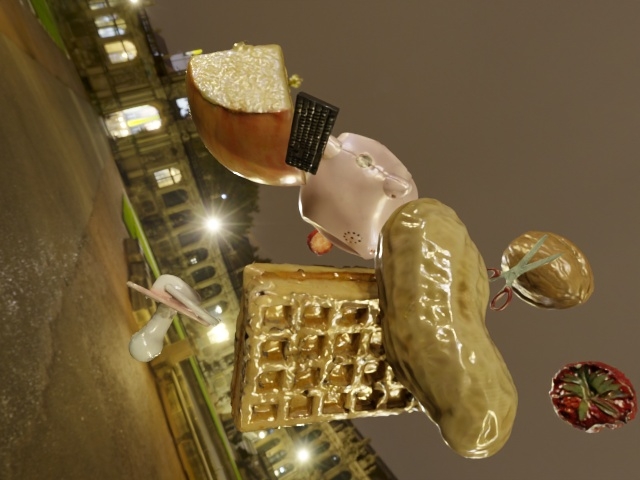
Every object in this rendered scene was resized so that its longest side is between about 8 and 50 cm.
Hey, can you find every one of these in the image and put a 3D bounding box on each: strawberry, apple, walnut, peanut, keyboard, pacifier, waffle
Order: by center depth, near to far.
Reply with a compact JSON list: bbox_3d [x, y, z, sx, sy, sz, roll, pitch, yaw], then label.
[{"bbox_3d":[0.154,0.097,0.520,0.140,0.154,0.324,-45,-129,53],"label":"peanut"},{"bbox_3d":[-0.019,-0.158,0.636,0.061,0.013,0.204,22,-18,-3],"label":"keyboard"},{"bbox_3d":[0.050,0.164,0.670,0.114,0.377,0.260,-130,-135,-64],"label":"waffle"},{"bbox_3d":[-0.137,-0.255,0.916,0.314,0.252,0.309,30,-26,18],"label":"apple"},{"bbox_3d":[-0.469,0.219,1.241,0.220,0.273,0.332,60,-11,17],"label":"pacifier"},{"bbox_3d":[0.963,0.547,1.439,0.258,0.261,0.261,33,7,-41],"label":"strawberry"},{"bbox_3d":[0.832,0.113,1.489,0.277,0.252,0.313,53,1,-44],"label":"walnut"},{"bbox_3d":[0.000,0.000,2.036,0.086,0.145,0.145,-122,-164,-70],"label":"strawberry"}]

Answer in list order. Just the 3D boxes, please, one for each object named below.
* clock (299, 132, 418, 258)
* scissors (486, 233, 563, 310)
[{"bbox_3d":[0.095,-0.112,1.108,0.368,0.250,0.376,34,-12,12],"label":"clock"},{"bbox_3d":[0.574,0.088,1.179,0.247,0.017,0.144,-47,-144,30],"label":"scissors"}]
